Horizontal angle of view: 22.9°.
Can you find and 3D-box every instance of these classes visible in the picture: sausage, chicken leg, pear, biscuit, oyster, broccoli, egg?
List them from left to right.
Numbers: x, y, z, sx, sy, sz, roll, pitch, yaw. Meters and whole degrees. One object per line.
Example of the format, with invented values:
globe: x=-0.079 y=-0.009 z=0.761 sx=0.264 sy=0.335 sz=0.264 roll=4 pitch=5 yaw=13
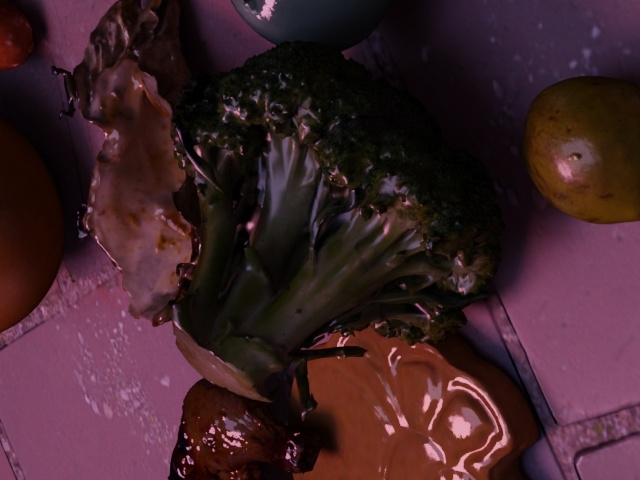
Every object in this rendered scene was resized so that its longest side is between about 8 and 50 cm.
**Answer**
egg: x=-0.444 y=-0.028 z=1.788 sx=0.351 sy=0.282 sz=0.282 roll=30 pitch=128 yaw=38
sausage: x=-0.384 y=-0.239 z=1.782 sx=0.179 sy=0.089 sz=0.089 roll=29 pitch=127 yaw=52
oyster: x=-0.164 y=-0.085 z=1.512 sx=0.198 sy=0.133 sz=0.337 roll=-34 pitch=65 yaw=37
chicken leg: x=-0.086 y=0.222 z=1.601 sx=0.177 sy=0.083 sz=0.322 roll=52 pitch=149 yaw=21
broccoli: x=0.000 y=0.000 z=1.272 sx=0.304 sy=0.283 sz=0.321 roll=22 pitch=155 yaw=28
biscuit: x=0.088 y=0.222 z=1.442 sx=0.351 sy=0.057 sz=0.312 roll=13 pitch=117 yaw=48
pear: x=0.200 y=-0.066 z=1.133 sx=0.131 sy=0.107 sz=0.107 roll=32 pitch=129 yaw=34

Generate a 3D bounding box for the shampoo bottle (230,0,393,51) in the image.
shampoo bottle: x=0.037 y=-0.281 z=1.196 sx=0.222 sy=0.151 sz=0.349 roll=56 pitch=141 yaw=16
